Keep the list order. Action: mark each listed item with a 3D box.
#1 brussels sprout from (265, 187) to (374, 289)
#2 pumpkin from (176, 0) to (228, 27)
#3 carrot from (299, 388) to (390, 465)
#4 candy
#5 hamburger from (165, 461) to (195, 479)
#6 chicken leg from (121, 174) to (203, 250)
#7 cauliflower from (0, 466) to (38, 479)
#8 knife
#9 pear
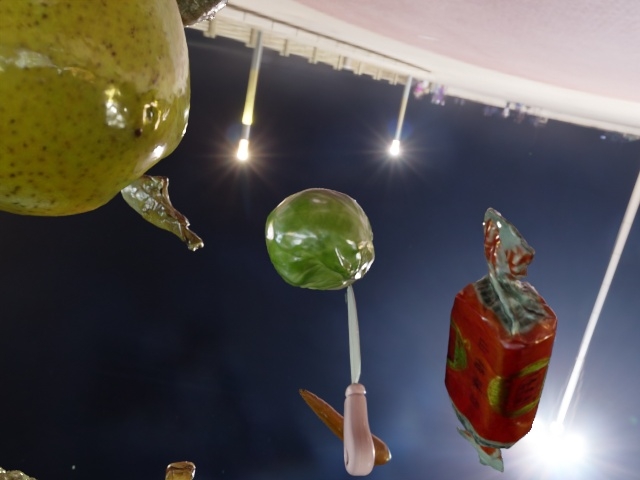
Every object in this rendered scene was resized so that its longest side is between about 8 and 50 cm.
[{"bbox_3d":[0.000,0.000,1.135,0.244,0.244,0.244,10,-164,-3],"label":"brussels sprout"},{"bbox_3d":[-0.247,-0.467,0.995,0.219,0.219,0.162,26,158,41],"label":"pumpkin"},{"bbox_3d":[0.041,0.333,0.974,0.216,0.048,0.048,41,-168,-12],"label":"carrot"},{"bbox_3d":[0.149,0.102,0.462,0.059,0.292,0.086,-20,-139,-15],"label":"candy"},{"bbox_3d":[-0.404,0.668,1.565,0.083,0.076,0.044,5,-142,-14],"label":"hamburger"},{"bbox_3d":[-0.272,-0.053,0.957,0.178,0.093,0.070,48,-144,3],"label":"chicken leg"},{"bbox_3d":[-0.442,0.408,0.640,0.260,0.327,0.281,9,-131,45],"label":"cauliflower"},{"bbox_3d":[0.055,0.220,0.930,0.043,0.081,0.336,2,-119,-8],"label":"knife"},{"bbox_3d":[-0.243,-0.158,0.453,0.294,0.294,0.294,10,-164,-3],"label":"pear"}]
